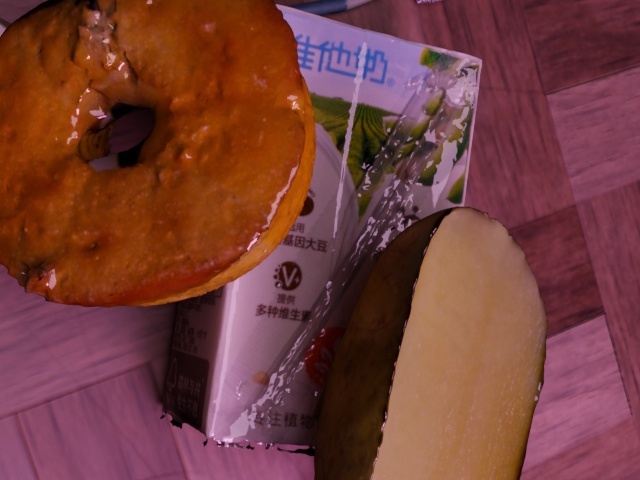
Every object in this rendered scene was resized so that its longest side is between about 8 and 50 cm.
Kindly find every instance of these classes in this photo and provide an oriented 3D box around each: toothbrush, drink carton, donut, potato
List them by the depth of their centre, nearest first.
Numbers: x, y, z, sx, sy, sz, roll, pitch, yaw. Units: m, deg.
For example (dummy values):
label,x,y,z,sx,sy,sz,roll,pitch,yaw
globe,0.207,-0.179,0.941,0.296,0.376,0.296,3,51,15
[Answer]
label,x,y,z,sx,sy,sz,roll,pitch,yaw
donut,-0.119,-0.068,0.694,0.118,0.254,0.253,21,77,-64
potato,0.060,0.115,0.715,0.160,0.111,0.271,23,75,-44
drink carton,0.000,0.001,0.821,0.194,0.132,0.324,10,86,-25
toothbrush,0.002,-0.198,0.892,0.276,0.019,0.025,-17,103,-24

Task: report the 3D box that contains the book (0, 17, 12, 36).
label,x,y,z,sx,sy,sz,roll,pitch,yaw
book,-0.289,-0.103,0.755,0.231,0.026,0.161,29,77,-21
